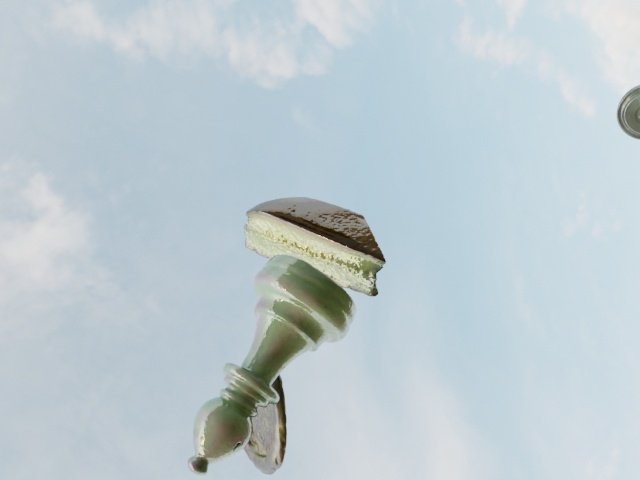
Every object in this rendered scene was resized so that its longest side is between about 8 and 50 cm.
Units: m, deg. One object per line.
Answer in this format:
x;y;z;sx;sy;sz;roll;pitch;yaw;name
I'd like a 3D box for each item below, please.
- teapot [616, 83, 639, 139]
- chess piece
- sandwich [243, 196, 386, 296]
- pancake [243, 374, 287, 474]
0.394;-0.164;0.742;0.066;0.088;0.057;40;-139;4;teapot
-0.076;0.161;0.773;0.139;0.139;0.271;42;-113;-23;chess piece
0.000;0.000;0.986;0.096;0.258;0.094;-42;-36;-43;sandwich
-0.086;0.230;0.871;0.020;0.184;0.190;-1;-53;-26;pancake
